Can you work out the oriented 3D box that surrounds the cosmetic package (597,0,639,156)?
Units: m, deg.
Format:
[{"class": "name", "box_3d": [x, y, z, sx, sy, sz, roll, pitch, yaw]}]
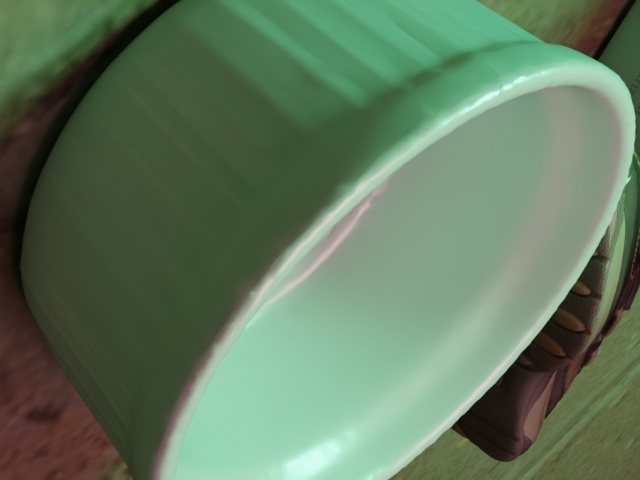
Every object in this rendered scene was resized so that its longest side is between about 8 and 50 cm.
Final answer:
[{"class": "cosmetic package", "box_3d": [0.397, -0.034, 0.751, 0.161, 0.453, 0.230, -9, 136, -50]}]

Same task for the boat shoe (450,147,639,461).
[{"class": "boat shoe", "box_3d": [0.143, 0.020, 0.853, 0.130, 0.132, 0.355, -44, 163, -25]}]

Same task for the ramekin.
[{"class": "ramekin", "box_3d": [0.000, 0.000, 0.585, 0.277, 0.135, 0.277, -34, 150, -22]}]
